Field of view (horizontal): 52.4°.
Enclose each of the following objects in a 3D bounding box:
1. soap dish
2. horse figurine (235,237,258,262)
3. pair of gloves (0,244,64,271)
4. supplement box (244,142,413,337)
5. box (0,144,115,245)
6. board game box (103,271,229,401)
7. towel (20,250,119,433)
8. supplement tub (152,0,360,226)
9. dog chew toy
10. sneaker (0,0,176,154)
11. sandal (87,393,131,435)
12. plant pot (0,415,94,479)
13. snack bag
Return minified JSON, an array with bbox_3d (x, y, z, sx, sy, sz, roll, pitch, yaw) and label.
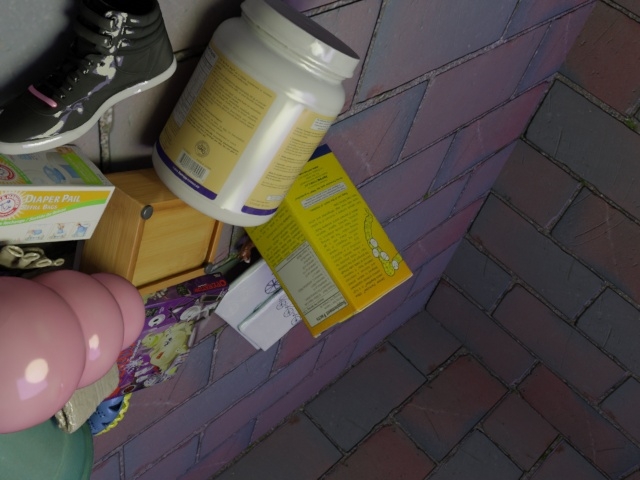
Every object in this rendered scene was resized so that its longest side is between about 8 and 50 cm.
[{"bbox_3d":[-0.292,-0.018,1.174,0.291,0.118,0.229,-20,134,-58],"label":"soap dish"},{"bbox_3d":[-0.099,-0.040,1.649,0.263,0.066,0.174,-42,162,3],"label":"horse figurine"},{"bbox_3d":[-0.505,0.039,0.886,0.204,0.042,0.240,-8,178,28],"label":"pair of gloves"},{"bbox_3d":[0.000,0.000,1.450,0.195,0.356,0.194,-28,173,-39],"label":"supplement box"},{"bbox_3d":[-0.421,-0.068,0.927,0.203,0.114,0.103,-6,135,-57],"label":"box"},{"bbox_3d":[-0.340,0.204,1.329,0.208,0.056,0.347,-7,143,-41],"label":"board game box"},{"bbox_3d":[-0.435,0.171,1.133,0.049,0.282,0.187,-8,-167,10],"label":"towel"},{"bbox_3d":[-0.108,-0.215,1.086,0.331,0.241,0.241,-55,157,20],"label":"supplement tub"},{"bbox_3d":[-0.381,0.133,0.928,0.206,0.206,0.332,-57,166,24],"label":"dog chew toy"},{"bbox_3d":[-0.320,-0.235,0.853,0.296,0.104,0.147,-42,157,-29],"label":"sneaker"},{"bbox_3d":[-0.483,0.312,1.489,0.317,0.126,0.138,-57,154,3],"label":"sandal"},{"bbox_3d":[-0.590,0.319,1.044,0.341,0.341,0.334,-38,149,-23],"label":"plant pot"},{"bbox_3d":[-0.107,0.137,1.741,0.323,0.037,0.342,-39,145,-4],"label":"snack bag"}]
